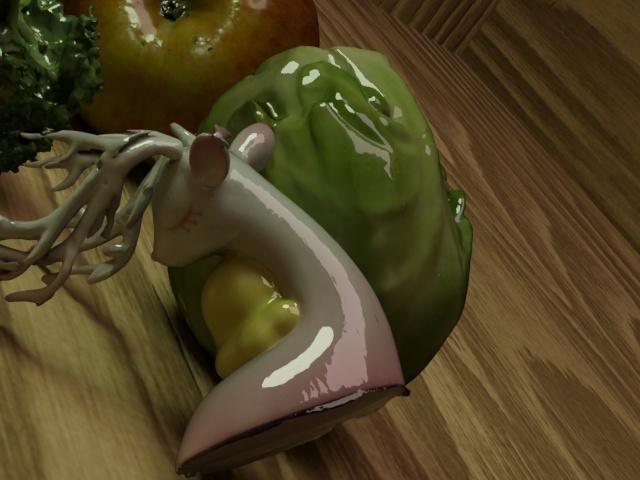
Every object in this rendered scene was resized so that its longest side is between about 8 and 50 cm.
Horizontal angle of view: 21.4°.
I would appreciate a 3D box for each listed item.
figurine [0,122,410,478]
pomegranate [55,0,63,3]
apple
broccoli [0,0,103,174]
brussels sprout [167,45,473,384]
[{"bbox_3d":[-0.123,0.029,1.317,0.206,0.284,0.316,26,40,-66],"label":"figurine"},{"bbox_3d":[-0.285,-0.349,2.005,0.221,0.221,0.257,40,-29,14],"label":"pomegranate"},{"bbox_3d":[-0.134,-0.219,1.830,0.301,0.301,0.301,33,15,-10],"label":"apple"},{"bbox_3d":[-0.343,-0.238,1.466,0.375,0.302,0.249,42,-7,-22],"label":"broccoli"},{"bbox_3d":[0.000,0.000,1.506,0.247,0.328,0.328,2,36,-48],"label":"brussels sprout"}]
